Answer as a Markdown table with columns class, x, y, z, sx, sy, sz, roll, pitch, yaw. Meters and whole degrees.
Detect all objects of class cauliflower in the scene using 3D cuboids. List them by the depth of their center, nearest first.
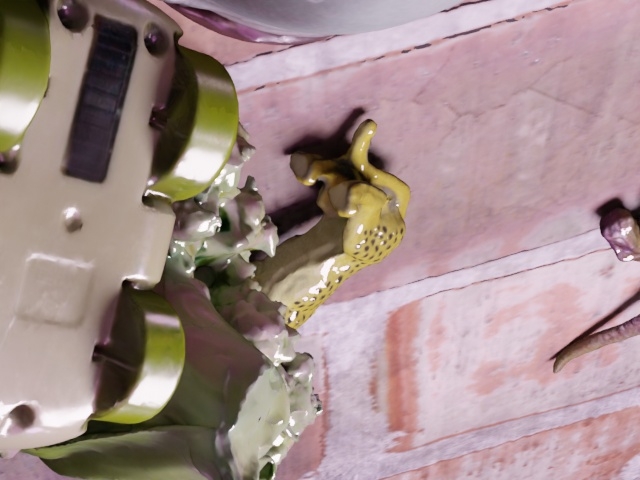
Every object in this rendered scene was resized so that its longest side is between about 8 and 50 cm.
| class | x | y | z | sx | sy | sz | roll | pitch | yaw |
| --- | --- | --- | --- | --- | --- | --- | --- | --- | --- |
| cauliflower | -0.089 | 0.062 | 1.032 | 0.239 | 0.315 | 0.256 | -40 | 128 | -12 |

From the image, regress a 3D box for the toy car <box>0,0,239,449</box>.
| class | x | y | z | sx | sy | sz | roll | pitch | yaw |
| --- | --- | --- | --- | --- | --- | --- | --- | --- | --- |
| toy car | -0.170 | -0.021 | 0.903 | 0.145 | 0.235 | 0.235 | 14 | 138 | -44 |

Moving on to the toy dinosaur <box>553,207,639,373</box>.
| class | x | y | z | sx | sy | sz | roll | pitch | yaw |
| --- | --- | --- | --- | --- | --- | --- | --- | --- | --- |
| toy dinosaur | 0.284 | 0.028 | 1.454 | 0.199 | 0.072 | 0.251 | -7 | 163 | -1 |

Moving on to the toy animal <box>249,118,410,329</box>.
| class | x | y | z | sx | sy | sz | roll | pitch | yaw |
| --- | --- | --- | --- | --- | --- | --- | --- | --- | --- |
| toy animal | 0.000 | 0.000 | 1.218 | 0.181 | 0.073 | 0.136 | -43 | 154 | 17 |

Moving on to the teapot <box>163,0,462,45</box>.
| class | x | y | z | sx | sy | sz | roll | pitch | yaw |
| --- | --- | --- | --- | --- | --- | --- | --- | --- | --- |
| teapot | 0.049 | -0.219 | 0.730 | 0.315 | 0.233 | 0.312 | -34 | 172 | -37 |
